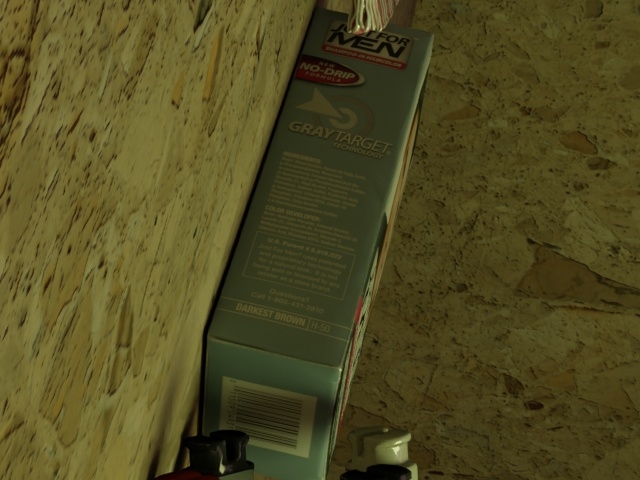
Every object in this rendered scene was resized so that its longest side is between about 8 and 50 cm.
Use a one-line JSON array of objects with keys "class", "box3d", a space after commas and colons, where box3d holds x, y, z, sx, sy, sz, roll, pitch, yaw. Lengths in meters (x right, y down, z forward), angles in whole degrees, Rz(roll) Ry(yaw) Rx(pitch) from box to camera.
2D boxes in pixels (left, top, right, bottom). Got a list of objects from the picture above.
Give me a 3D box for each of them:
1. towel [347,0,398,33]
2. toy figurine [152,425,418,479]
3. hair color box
[{"class": "towel", "box3d": [0.039, -0.265, 1.557, 0.197, 0.029, 0.144, -65, 147, -71]}, {"class": "toy figurine", "box3d": [-0.019, 0.229, 1.330, 0.209, 0.213, 0.148, -66, 153, -83]}, {"class": "hair color box", "box3d": [0.000, 0.000, 1.534, 0.185, 0.113, 0.374, 98, 7, -52]}]
